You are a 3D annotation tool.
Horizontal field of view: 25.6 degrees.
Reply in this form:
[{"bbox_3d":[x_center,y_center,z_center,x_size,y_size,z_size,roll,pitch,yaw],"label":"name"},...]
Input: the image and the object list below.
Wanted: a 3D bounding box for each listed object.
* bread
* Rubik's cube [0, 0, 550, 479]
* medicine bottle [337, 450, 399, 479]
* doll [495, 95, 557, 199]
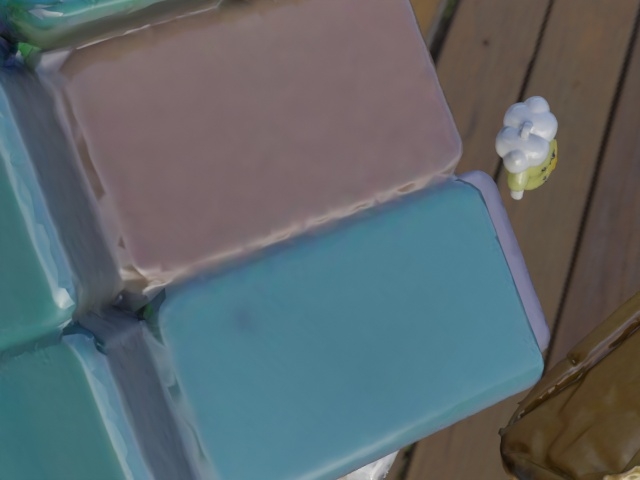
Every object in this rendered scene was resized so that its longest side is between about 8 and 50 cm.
[{"bbox_3d":[0.265,0.102,0.870,0.288,0.204,0.156,-45,107,-12],"label":"bread"},{"bbox_3d":[-0.102,-0.017,0.619,0.387,0.368,0.358,-22,92,7],"label":"Rubik's cube"},{"bbox_3d":[-0.049,0.102,1.082,0.252,0.144,0.144,26,60,7],"label":"medicine bottle"},{"bbox_3d":[0.234,-0.104,1.575,0.062,0.162,0.106,15,83,15],"label":"doll"}]
